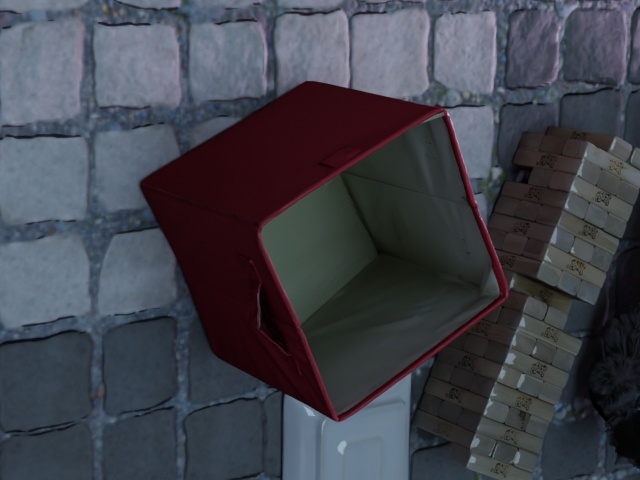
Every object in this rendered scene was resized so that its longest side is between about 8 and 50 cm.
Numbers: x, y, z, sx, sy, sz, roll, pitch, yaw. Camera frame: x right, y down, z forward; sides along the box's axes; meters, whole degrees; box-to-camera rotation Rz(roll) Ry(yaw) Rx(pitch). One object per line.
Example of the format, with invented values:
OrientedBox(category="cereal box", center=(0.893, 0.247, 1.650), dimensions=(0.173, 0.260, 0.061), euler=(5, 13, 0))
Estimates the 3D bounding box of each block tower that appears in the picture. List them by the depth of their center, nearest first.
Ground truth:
OrientedBox(category="block tower", center=(0.197, 0.056, 1.431), dimensions=(0.091, 0.097, 0.335), euler=(23, 86, -36))

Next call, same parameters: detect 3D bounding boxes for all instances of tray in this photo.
OrientedBox(category="tray", center=(0.030, 0.256, 1.403), dimensions=(0.145, 0.030, 0.270), euler=(-7, 105, -32))

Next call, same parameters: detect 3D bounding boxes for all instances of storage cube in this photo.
OrientedBox(category="storage cube", center=(0.000, 0.000, 1.219), dimensions=(0.215, 0.193, 0.184), euler=(-34, 118, -23))

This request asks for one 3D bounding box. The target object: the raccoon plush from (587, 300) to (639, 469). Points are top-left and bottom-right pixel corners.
OrientedBox(category="raccoon plush", center=(0.483, 0.109, 1.521), dimensions=(0.299, 0.216, 0.446), euler=(11, 117, -40))
